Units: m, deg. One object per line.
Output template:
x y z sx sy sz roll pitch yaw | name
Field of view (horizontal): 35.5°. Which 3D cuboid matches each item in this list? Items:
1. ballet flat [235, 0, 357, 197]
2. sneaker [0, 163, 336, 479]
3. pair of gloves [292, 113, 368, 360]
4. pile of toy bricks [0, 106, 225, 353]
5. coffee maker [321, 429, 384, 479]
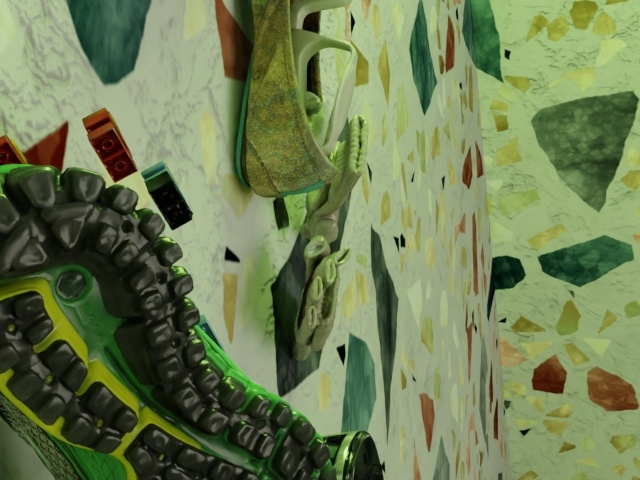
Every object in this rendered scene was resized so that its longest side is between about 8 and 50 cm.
-0.019 -0.215 1.012 0.123 0.123 0.348 29 61 -71 | ballet flat
-0.103 0.095 0.570 0.134 0.146 0.343 -39 121 -26 | sneaker
0.000 0.000 1.078 0.204 0.042 0.240 127 -27 -73 | pair of gloves
-0.138 0.000 0.647 0.212 0.118 0.105 65 -5 -35 | pile of toy bricks
-0.037 0.227 0.800 0.171 0.178 0.120 72 24 -43 | coffee maker
